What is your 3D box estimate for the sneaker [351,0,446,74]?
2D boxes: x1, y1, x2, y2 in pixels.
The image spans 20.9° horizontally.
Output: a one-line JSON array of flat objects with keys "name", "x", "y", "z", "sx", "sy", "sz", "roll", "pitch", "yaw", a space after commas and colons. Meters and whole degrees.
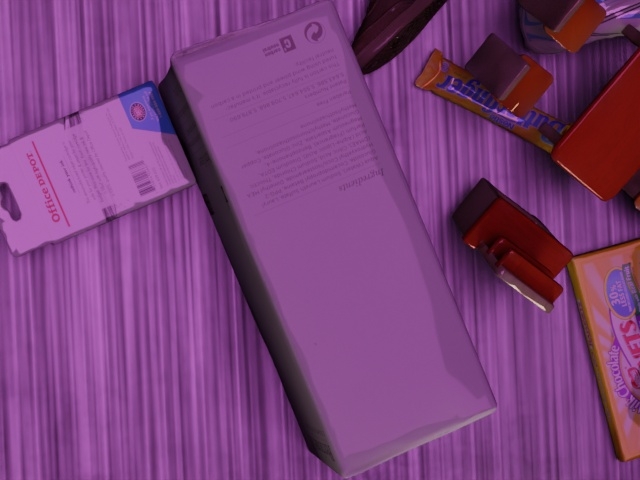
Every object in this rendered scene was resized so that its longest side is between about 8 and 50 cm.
[{"name": "sneaker", "x": 0.079, "y": -0.239, "z": 1.641, "sx": 0.071, "sy": 0.066, "sz": 0.188, "roll": 41, "pitch": 79, "yaw": 11}]

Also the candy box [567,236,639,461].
[{"name": "candy box", "x": 0.314, "y": 0.103, "z": 1.682, "sx": 0.105, "sy": 0.027, "sz": 0.206, "roll": -15, "pitch": 92, "yaw": -6}]

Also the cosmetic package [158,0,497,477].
[{"name": "cosmetic package", "x": 0.000, "y": 0.000, "z": 1.545, "sx": 0.156, "sy": 0.217, "sz": 0.385, "roll": -21, "pitch": 91, "yaw": -8}]

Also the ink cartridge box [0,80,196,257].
[{"name": "ink cartridge box", "x": -0.217, "y": -0.064, "z": 1.589, "sx": 0.180, "sy": 0.060, "sz": 0.104, "roll": -23, "pitch": 94, "yaw": -8}]

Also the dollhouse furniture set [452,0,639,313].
[{"name": "dollhouse furniture set", "x": 0.248, "y": -0.072, "z": 1.584, "sx": 0.262, "sy": 0.135, "sz": 0.259, "roll": 35, "pitch": 100, "yaw": -24}]

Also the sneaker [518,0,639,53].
[{"name": "sneaker", "x": 0.305, "y": -0.233, "z": 1.650, "sx": 0.237, "sy": 0.085, "sz": 0.086, "roll": -9, "pitch": 110, "yaw": -7}]

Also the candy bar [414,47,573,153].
[{"name": "candy bar", "x": 0.169, "y": -0.130, "z": 1.667, "sx": 0.161, "sy": 0.018, "sz": 0.040, "roll": 27, "pitch": 86, "yaw": -6}]
